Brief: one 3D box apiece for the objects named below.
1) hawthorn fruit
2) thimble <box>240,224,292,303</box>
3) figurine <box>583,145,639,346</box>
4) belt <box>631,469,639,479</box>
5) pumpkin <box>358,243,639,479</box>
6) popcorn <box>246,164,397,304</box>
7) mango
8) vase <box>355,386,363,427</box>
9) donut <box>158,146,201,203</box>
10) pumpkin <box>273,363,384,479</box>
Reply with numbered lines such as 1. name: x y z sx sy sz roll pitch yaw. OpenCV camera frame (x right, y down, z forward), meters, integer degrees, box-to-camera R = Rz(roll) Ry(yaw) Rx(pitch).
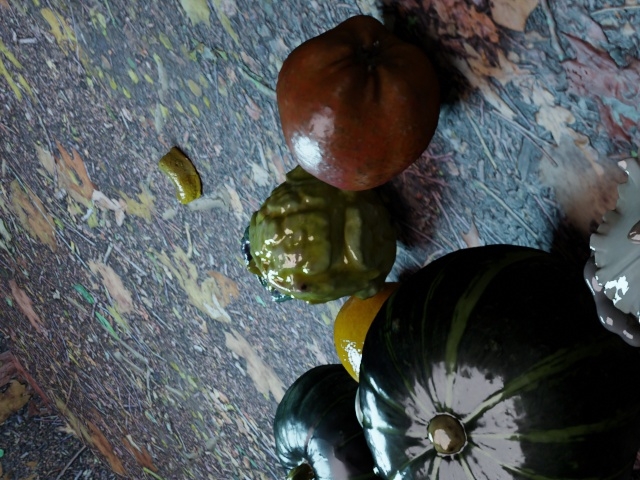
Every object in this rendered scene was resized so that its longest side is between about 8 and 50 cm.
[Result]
1. hawthorn fruit: 0.040 -0.142 1.512 0.189 0.189 0.189 42 154 26
2. thimble: -0.048 0.015 1.989 0.118 0.090 0.135 51 159 14
3. figurine: 0.319 -0.023 1.134 0.387 0.166 0.207 116 141 -66
4. belt: 0.330 0.391 1.654 0.160 0.207 0.295 52 142 15
5. pumpkin: 0.188 0.165 1.493 0.323 0.241 0.323 10 104 42
6. popcorn: -0.001 -0.001 1.769 0.187 0.185 0.167 87 159 -66
7. mango: 0.095 0.124 1.813 0.102 0.141 0.217 29 172 -37
8. vase: 0.179 0.242 1.803 0.360 0.165 0.165 17 138 60
9. donut: -0.218 -0.095 2.225 0.067 0.038 0.083 39 151 24
10. pumpkin: 0.032 0.305 2.080 0.250 0.216 0.250 39 146 33
